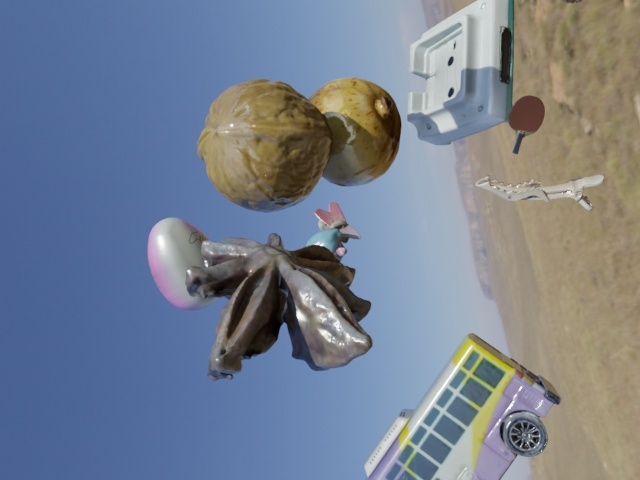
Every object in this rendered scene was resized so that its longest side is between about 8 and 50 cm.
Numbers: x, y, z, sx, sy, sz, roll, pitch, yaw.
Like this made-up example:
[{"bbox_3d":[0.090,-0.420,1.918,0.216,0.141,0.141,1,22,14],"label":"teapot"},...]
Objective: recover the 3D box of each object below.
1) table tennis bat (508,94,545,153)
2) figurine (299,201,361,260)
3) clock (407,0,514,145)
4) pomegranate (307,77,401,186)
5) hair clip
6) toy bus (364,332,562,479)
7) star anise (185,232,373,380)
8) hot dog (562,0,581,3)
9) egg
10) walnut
[{"bbox_3d":[0.290,-0.164,0.789,0.007,0.050,0.083,-93,14,-68],"label":"table tennis bat"},{"bbox_3d":[-0.002,-0.012,1.534,0.103,0.205,0.260,53,-158,-28],"label":"figurine"},{"bbox_3d":[0.289,-0.354,1.165,0.231,0.116,0.262,172,102,-65],"label":"clock"},{"bbox_3d":[0.070,-0.221,1.111,0.215,0.215,0.215,-11,-90,-73],"label":"pomegranate"},{"bbox_3d":[0.412,-0.090,1.053,0.034,0.226,0.072,-70,-24,-53],"label":"hair clip"},{"bbox_3d":[0.275,0.429,1.159,0.440,0.249,0.209,-57,-16,6],"label":"toy bus"},{"bbox_3d":[-0.043,0.066,0.583,0.257,0.198,0.111,-98,23,-67],"label":"star anise"},{"bbox_3d":[0.555,-0.664,1.135,0.267,0.174,0.388,123,164,-56],"label":"hot dog"},{"bbox_3d":[-0.373,0.064,1.540,0.196,0.196,0.271,-46,-55,-70],"label":"egg"},{"bbox_3d":[-0.096,-0.158,0.932,0.228,0.228,0.228,-11,-90,-73],"label":"walnut"}]
